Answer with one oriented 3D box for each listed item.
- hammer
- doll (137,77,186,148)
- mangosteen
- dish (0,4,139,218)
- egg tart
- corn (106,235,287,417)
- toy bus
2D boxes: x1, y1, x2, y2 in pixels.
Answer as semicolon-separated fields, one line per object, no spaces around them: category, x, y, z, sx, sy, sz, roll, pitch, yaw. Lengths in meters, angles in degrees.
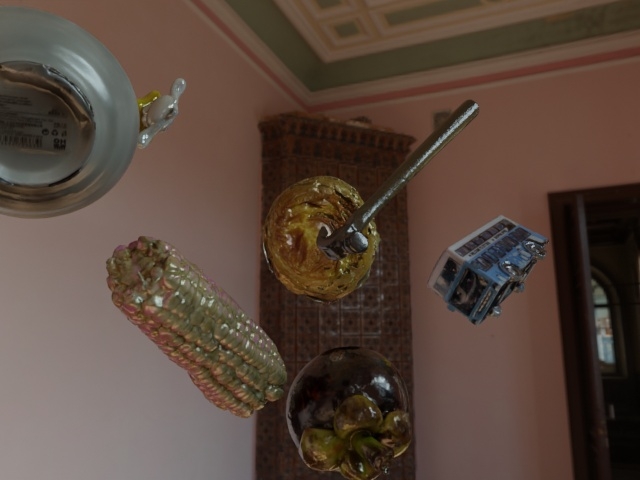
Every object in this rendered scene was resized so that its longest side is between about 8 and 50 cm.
hammer;0.157;-0.120;1.008;0.044;0.440;0.168;51;-22;-13
doll;-0.272;-0.218;0.917;0.071;0.135;0.113;42;-2;-40
mangosteen;0.048;0.262;0.814;0.192;0.192;0.217;2;9;-13
dish;-0.345;-0.140;0.654;0.260;0.260;0.085;6;16;-28
egg tart;0.000;0.000;1.285;0.296;0.297;0.132;3;-4;-15
corn;-0.149;0.120;0.723;0.126;0.127;0.335;-4;-41;19
toy bus;0.322;0.045;1.023;0.131;0.106;0.297;35;33;25
